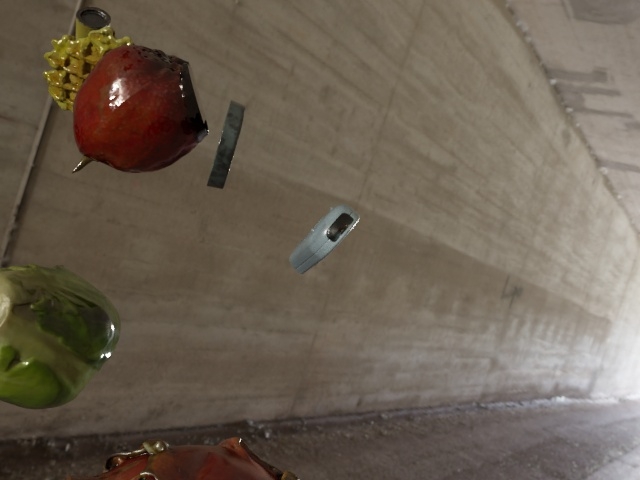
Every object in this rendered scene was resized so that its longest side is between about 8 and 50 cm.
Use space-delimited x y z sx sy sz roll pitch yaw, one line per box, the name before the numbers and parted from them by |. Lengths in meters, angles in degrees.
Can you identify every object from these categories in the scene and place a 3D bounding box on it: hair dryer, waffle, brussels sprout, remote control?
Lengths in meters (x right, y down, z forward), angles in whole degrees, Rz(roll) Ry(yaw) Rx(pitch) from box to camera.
hair dryer | -0.598 -0.484 1.666 0.090 0.135 0.279 -5 56 -27
waffle | -0.452 -0.322 1.336 0.262 0.060 0.281 -13 -55 24
brussels sprout | -0.586 0.186 1.300 0.315 0.275 0.371 52 -2 7
remote control | 0.000 0.000 0.952 0.047 0.087 0.244 45 -16 -1

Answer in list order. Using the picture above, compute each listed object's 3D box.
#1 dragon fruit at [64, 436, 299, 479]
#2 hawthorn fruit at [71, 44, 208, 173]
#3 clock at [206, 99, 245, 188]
dragon fruit | -0.132 0.332 0.645 0.314 0.251 0.250 7 6 -31
hawthorn fruit | -0.287 -0.186 0.964 0.189 0.251 0.189 50 12 -15
clock | -0.225 -0.228 1.496 0.041 0.215 0.215 16 1 -11
